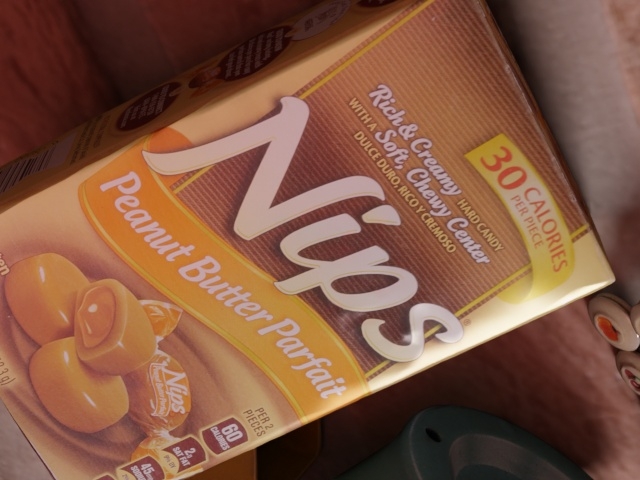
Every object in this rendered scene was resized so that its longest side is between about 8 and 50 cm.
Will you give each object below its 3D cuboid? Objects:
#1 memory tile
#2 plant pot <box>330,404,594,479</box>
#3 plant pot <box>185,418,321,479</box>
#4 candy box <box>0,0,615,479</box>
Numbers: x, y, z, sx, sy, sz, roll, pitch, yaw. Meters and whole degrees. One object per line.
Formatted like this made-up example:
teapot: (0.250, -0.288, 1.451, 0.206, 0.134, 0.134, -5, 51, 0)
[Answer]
memory tile: (0.208, 0.092, 0.870, 0.113, 0.012, 0.148, 5, 130, 59)
plant pot: (0.058, 0.246, 0.921, 0.272, 0.271, 0.255, 35, 112, -3)
plant pot: (-0.054, 0.109, 0.976, 0.083, 0.081, 0.081, 18, 126, 24)
candy box: (-0.030, -0.001, 0.833, 0.316, 0.087, 0.183, -25, 111, 11)
